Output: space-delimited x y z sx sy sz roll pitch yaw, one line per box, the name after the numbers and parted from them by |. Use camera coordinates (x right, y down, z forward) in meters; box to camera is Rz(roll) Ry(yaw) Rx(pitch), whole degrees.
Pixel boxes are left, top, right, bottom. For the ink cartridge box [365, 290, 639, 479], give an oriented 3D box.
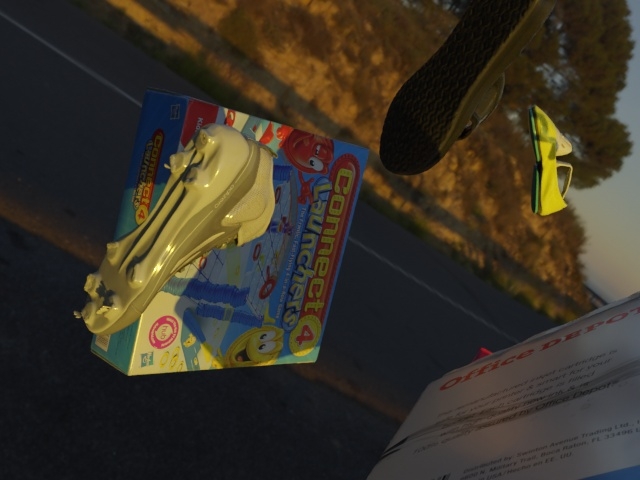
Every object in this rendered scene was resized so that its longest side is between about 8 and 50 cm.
0.182 0.209 0.531 0.166 0.286 0.395 60 29 -1 | ink cartridge box

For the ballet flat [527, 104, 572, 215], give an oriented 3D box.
0.439 -0.154 1.329 0.077 0.077 0.230 -80 161 -59 | ballet flat

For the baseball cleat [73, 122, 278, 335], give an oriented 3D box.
-0.106 0.004 0.567 0.109 0.206 0.072 20 26 -47 | baseball cleat

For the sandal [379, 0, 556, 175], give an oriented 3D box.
0.248 -0.259 1.155 0.107 0.445 0.167 7 51 -31 | sandal

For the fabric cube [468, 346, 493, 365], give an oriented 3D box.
0.371 0.444 1.507 0.254 0.259 0.258 27 39 20 | fabric cube

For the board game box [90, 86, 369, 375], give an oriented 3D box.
-0.098 0.001 0.860 0.086 0.308 0.302 20 9 42 | board game box
